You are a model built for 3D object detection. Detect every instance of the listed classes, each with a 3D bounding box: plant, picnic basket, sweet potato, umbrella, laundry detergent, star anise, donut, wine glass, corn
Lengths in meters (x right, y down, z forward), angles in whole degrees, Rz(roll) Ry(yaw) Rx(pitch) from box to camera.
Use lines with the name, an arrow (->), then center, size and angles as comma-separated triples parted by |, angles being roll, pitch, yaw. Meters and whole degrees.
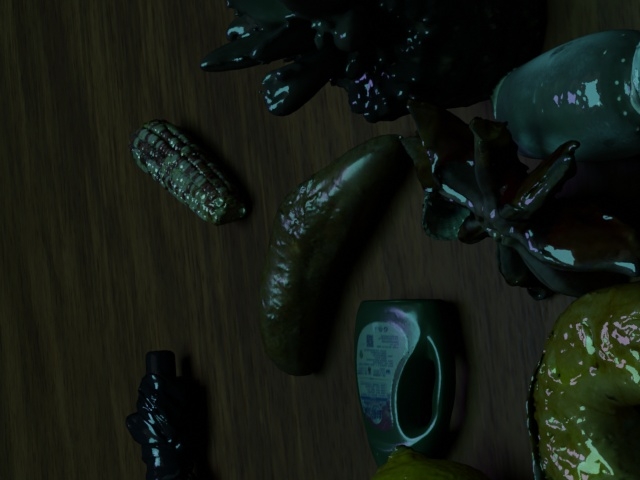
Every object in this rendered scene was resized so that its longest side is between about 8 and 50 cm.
plant -> 0.044, -0.219, 1.520 | 0.181, 0.321, 0.194 | 60, 138, 37
picnic basket -> 0.129, -0.038, 1.626 | 0.083, 0.065, 0.083 | -135, 57, -69
sweet potato -> -0.003, 0.000, 1.813 | 0.114, 0.092, 0.341 | 38, 125, 22
umbrella -> -0.200, 0.276, 2.109 | 0.110, 0.122, 0.272 | -13, 69, 13
laundry detergent -> 0.090, 0.165, 1.685 | 0.137, 0.063, 0.210 | -5, 85, 51
star anise -> 0.172, -0.035, 1.436 | 0.088, 0.288, 0.288 | -50, 31, -13
donut -> 0.302, 0.164, 1.271 | 0.317, 0.150, 0.299 | -11, 84, 57
wine glass -> 0.243, -0.123, 1.397 | 0.204, 0.111, 0.111 | -9, 82, 60
corn -> -0.171, -0.085, 2.089 | 0.237, 0.079, 0.079 | 44, 126, 46

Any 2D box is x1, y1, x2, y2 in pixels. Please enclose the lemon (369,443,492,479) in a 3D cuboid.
lemon -> 0.114, 0.309, 1.530 | 0.188, 0.188, 0.256 | -50, 55, 45
